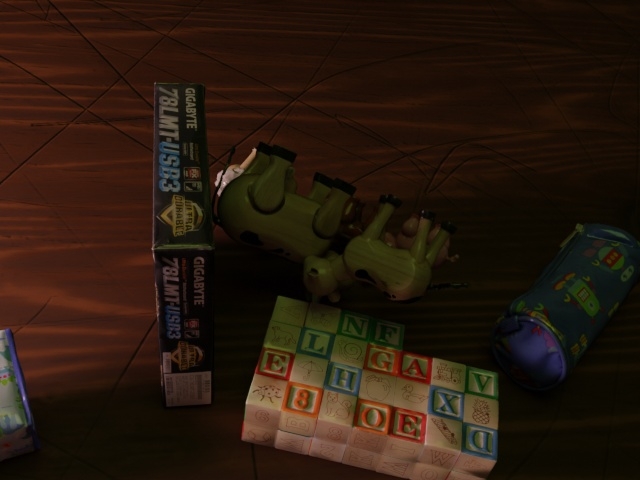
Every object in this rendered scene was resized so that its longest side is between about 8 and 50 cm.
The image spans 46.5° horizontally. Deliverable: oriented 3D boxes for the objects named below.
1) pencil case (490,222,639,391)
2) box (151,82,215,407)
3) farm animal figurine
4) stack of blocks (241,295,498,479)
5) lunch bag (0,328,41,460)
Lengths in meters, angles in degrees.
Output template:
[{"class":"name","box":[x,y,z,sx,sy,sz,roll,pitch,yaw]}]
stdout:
[{"class":"pencil case","box":[0.362,0.082,1.078,0.306,0.119,0.133,-37,91,-38]},{"class":"box","box":[-0.172,0.006,0.928,0.073,0.293,0.295,-1,45,-13]},{"class":"farm animal figurine","box":[0.000,0.000,0.999,0.326,0.172,0.330,26,-1,-8]},{"class":"stack of blocks","box":[0.067,0.190,0.936,0.297,0.087,0.171,13,44,2]},{"class":"lunch bag","box":[-0.403,0.181,0.849,0.129,0.096,0.151,-15,60,-24]}]
